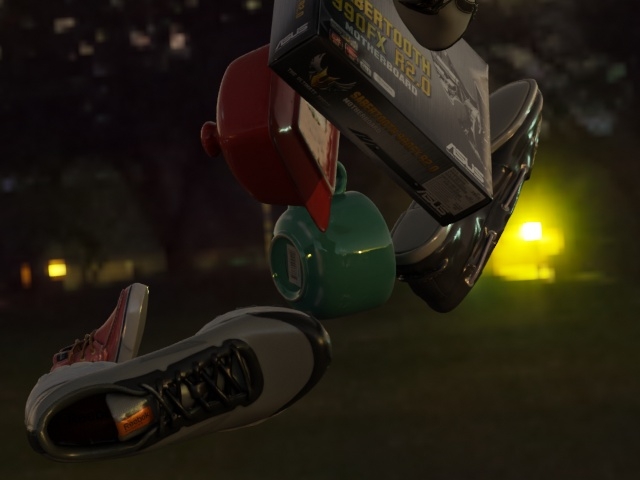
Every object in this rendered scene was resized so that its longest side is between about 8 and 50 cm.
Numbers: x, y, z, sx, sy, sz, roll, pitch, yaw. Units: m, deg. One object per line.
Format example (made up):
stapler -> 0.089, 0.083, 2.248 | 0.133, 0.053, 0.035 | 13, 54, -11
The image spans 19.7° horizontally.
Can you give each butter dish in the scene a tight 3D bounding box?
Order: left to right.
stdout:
butter dish -> -0.055, -0.103, 1.720 | 0.118, 0.160, 0.160 | -9, -39, 18

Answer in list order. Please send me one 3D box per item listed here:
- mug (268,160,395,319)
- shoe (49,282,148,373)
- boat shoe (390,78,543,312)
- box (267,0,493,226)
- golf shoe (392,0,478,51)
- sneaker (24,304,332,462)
mug -> -0.001, 0.008, 1.959 | 0.097, 0.158, 0.129 | -13, -28, -30
shoe -> -0.230, 0.117, 1.869 | 0.081, 0.178, 0.063 | 16, 23, 0
boat shoe -> 0.176, -0.053, 2.101 | 0.112, 0.095, 0.335 | -8, 35, 41
box -> 0.056, -0.147, 1.547 | 0.056, 0.183, 0.231 | -29, -54, 29
golf shoe -> 0.070, -0.200, 1.385 | 0.077, 0.094, 0.198 | 18, -32, 20
sneaker -> -0.119, 0.132, 1.545 | 0.271, 0.100, 0.108 | -18, 9, 1
